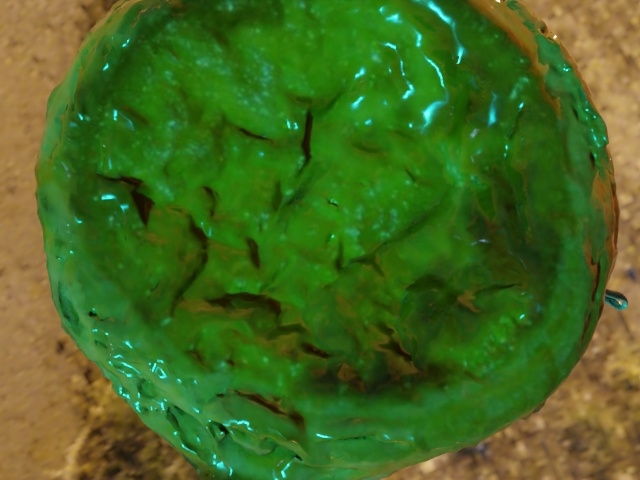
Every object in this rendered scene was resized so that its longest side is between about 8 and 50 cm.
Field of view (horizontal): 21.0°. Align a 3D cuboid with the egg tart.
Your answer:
[{"bbox_3d":[0.000,-0.020,0.979,0.341,0.129,0.341,2,77,-7],"label":"egg tart"}]

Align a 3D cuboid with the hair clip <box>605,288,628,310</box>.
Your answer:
[{"bbox_3d":[0.175,0.004,1.462,0.071,0.159,0.218,-47,133,-9],"label":"hair clip"}]
